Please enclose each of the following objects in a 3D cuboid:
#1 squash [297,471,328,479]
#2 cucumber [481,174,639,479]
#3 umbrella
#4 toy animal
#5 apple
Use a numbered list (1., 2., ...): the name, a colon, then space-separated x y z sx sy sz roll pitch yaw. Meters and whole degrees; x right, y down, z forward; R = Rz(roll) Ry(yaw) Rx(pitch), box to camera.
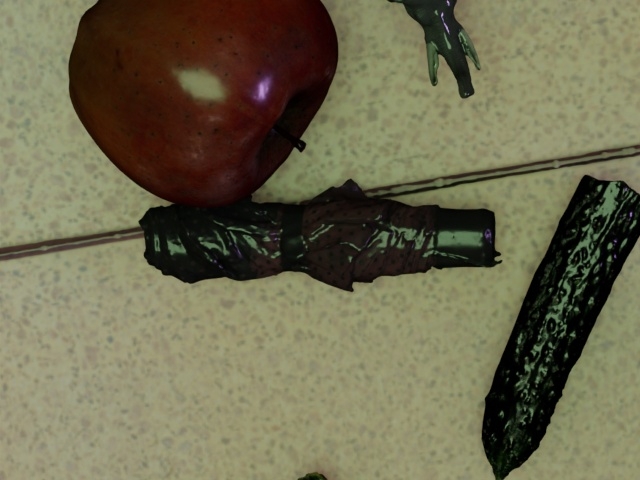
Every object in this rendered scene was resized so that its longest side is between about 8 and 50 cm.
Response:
1. squash: 0.011 0.336 1.744 0.066 0.066 0.252 1 98 8
2. cucumber: 0.209 0.082 1.682 0.072 0.072 0.300 24 99 5
3. umbrella: 0.000 0.000 1.693 0.326 0.094 0.090 0 111 9
4. toy animal: 0.083 -0.242 1.630 0.082 0.137 0.269 -21 86 7
5. apple: -0.105 -0.140 1.628 0.234 0.234 0.234 1 97 8
